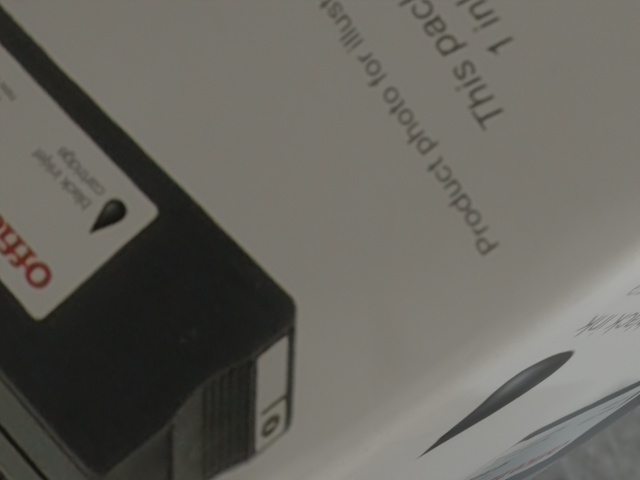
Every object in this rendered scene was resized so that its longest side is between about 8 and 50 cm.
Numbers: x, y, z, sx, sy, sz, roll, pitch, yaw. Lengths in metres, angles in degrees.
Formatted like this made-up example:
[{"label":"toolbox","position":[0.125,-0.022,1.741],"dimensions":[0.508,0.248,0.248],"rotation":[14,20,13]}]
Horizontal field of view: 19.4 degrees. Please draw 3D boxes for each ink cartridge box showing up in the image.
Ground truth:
[{"label":"ink cartridge box","position":[0.000,0.000,0.529],"dimensions":[0.166,0.395,0.285],"rotation":[58,24,14]}]
